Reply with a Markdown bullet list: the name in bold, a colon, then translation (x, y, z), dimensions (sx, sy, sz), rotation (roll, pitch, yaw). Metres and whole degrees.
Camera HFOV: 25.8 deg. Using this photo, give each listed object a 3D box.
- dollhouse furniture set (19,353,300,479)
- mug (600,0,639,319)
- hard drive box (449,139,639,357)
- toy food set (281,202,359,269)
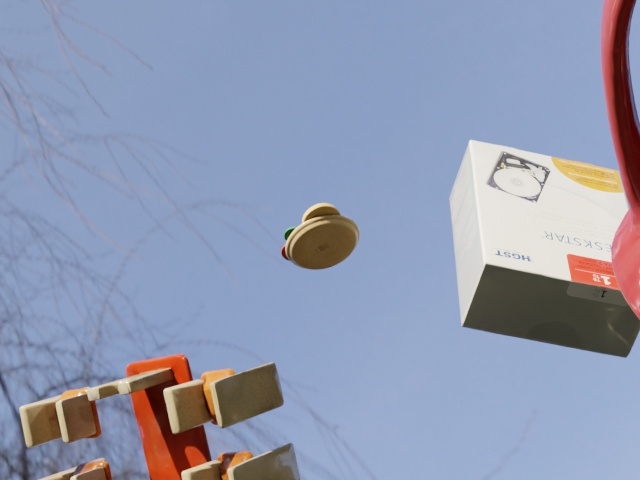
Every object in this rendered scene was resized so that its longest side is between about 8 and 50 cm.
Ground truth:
- **dollhouse furniture set**: translation (-0.129, 0.237, 1.319), dimensions (0.135, 0.262, 0.259), rotation (-13, -89, -52)
- **mug**: translation (0.167, -0.046, 0.481), dimensions (0.113, 0.150, 0.169), rotation (-34, -22, -46)
- **hard drive box**: translation (0.240, 0.006, 1.487), dimensions (0.181, 0.232, 0.089), rotation (11, -54, -7)
- **toy food set**: translation (0.000, 0.000, 1.454), dimensions (0.082, 0.020, 0.083), rotation (-41, -44, 22)
